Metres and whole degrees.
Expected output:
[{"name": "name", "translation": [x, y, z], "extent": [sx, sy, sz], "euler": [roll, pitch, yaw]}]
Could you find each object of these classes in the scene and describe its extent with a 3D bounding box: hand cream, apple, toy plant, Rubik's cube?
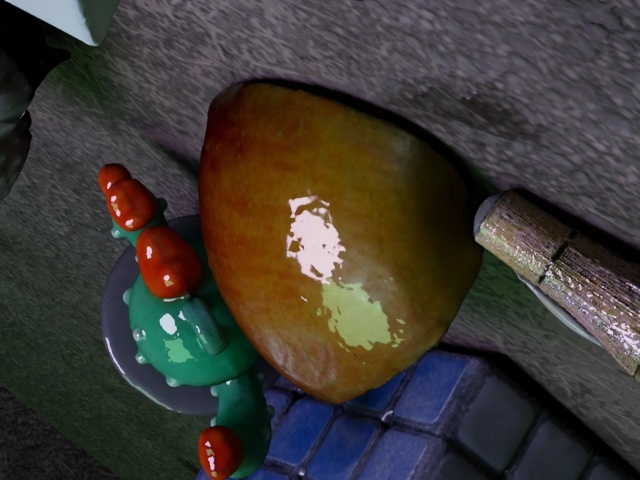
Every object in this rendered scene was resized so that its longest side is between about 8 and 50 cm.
[{"name": "hand cream", "translation": [0.195, 0.033, 1.394], "extent": [0.203, 0.084, 0.084], "euler": [35, 165, 10]}, {"name": "apple", "translation": [0.000, 0.000, 1.554], "extent": [0.179, 0.254, 0.346], "euler": [-8, 178, -20]}, {"name": "toy plant", "translation": [-0.109, 0.078, 1.817], "extent": [0.185, 0.279, 0.400], "euler": [-1, 174, -7]}, {"name": "Rubik's cube", "translation": [0.086, 0.316, 1.926], "extent": [0.344, 0.344, 0.337], "euler": [40, 163, -30]}]

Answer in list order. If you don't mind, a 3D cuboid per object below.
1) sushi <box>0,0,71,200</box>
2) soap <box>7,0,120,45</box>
[{"name": "sushi", "translation": [-0.337, -0.141, 1.548], "extent": [0.207, 0.234, 0.348], "euler": [47, 164, 21]}, {"name": "soap", "translation": [-0.250, -0.250, 1.336], "extent": [0.265, 0.087, 0.160], "euler": [28, 164, 11]}]
